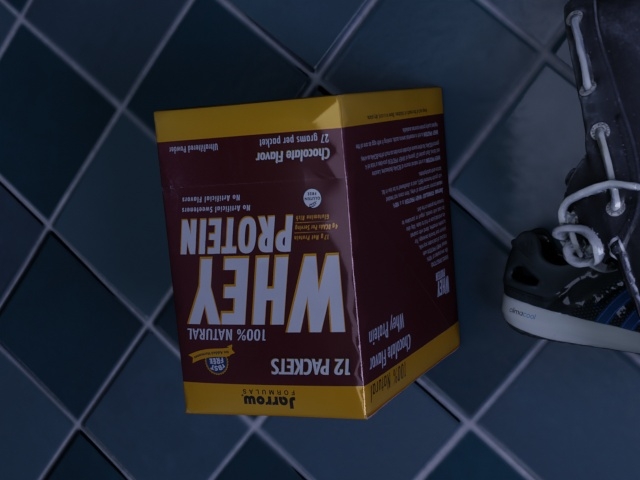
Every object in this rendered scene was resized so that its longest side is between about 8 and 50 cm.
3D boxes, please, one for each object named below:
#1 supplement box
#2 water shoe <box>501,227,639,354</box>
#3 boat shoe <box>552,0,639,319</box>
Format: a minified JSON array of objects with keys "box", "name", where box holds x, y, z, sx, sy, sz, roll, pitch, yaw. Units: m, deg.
[{"box":[0.000,0.000,0.769,0.129,0.191,0.194,-2,98,25],"name":"supplement box"},{"box":[0.217,0.032,0.743,0.203,0.073,0.080,5,98,23],"name":"water shoe"},{"box":[0.193,-0.022,0.684,0.105,0.113,0.306,-10,72,25],"name":"boat shoe"}]
